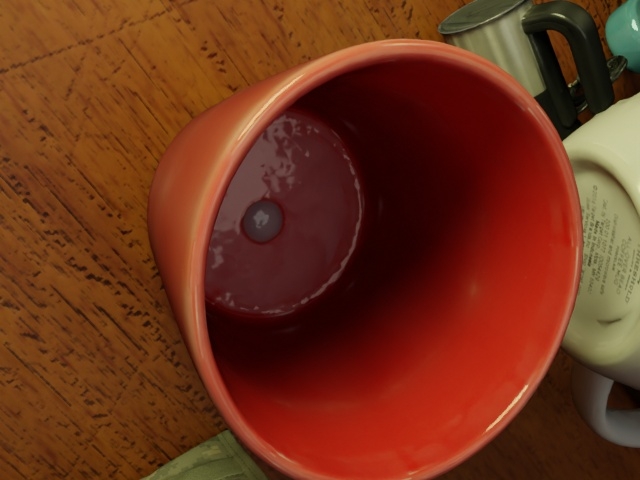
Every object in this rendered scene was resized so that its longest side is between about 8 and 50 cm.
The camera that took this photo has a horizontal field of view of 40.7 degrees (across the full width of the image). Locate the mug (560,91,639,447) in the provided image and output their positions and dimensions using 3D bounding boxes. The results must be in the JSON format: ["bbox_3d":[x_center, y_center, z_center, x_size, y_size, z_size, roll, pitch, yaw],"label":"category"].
[{"bbox_3d":[0.338,0.035,0.716,0.328,0.276,0.374,-6,128,-19],"label":"mug"}]

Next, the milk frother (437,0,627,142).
[{"bbox_3d":[0.193,-0.161,0.760,0.135,0.129,0.143,62,31,-23],"label":"milk frother"}]

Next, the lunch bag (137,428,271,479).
[{"bbox_3d":[-0.099,0.292,0.603,0.235,0.287,0.169,-27,112,-17],"label":"lunch bag"}]

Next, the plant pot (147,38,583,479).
[{"bbox_3d":[0.000,0.000,0.610,0.275,0.243,0.275,-6,104,-25],"label":"plant pot"}]

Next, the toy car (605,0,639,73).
[{"bbox_3d":[0.388,-0.295,0.783,0.210,0.219,0.238,7,69,-22],"label":"toy car"}]

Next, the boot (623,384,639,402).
[{"bbox_3d":[0.427,0.116,0.924,0.203,0.095,0.262,-47,110,-10],"label":"boot"}]
